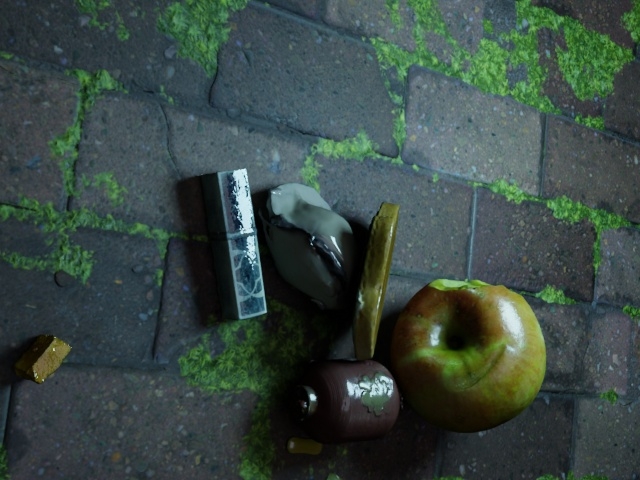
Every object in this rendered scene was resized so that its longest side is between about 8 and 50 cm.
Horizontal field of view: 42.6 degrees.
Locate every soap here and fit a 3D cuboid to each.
[{"bbox_3d":[-0.032,0.426,1.705,0.089,0.012,0.034,13,80,-35],"label":"soap"}]

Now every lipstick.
[{"bbox_3d":[-0.166,0.010,1.585,0.077,0.076,0.290,-12,98,-37],"label":"lipstick"}]

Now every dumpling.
[{"bbox_3d":[0.005,0.001,1.658,0.204,0.163,0.293,-39,104,-28],"label":"dumpling"}]

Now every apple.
[{"bbox_3d":[0.321,0.247,1.779,0.339,0.339,0.340,1,88,-36],"label":"apple"}]

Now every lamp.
[{"bbox_3d":[0.049,0.321,1.674,0.258,0.180,0.180,7,85,-35],"label":"lamp"}]

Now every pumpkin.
[{"bbox_3d":[-0.461,0.200,1.366,0.083,0.074,0.054,-52,122,-25],"label":"pumpkin"}]

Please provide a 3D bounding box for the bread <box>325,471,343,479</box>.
[{"bbox_3d":[0.048,0.569,1.758,0.139,0.084,0.074,39,64,5],"label":"bread"}]

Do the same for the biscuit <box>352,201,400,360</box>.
[{"bbox_3d":[0.109,0.060,1.672,0.057,0.287,0.344,10,57,7],"label":"biscuit"}]
